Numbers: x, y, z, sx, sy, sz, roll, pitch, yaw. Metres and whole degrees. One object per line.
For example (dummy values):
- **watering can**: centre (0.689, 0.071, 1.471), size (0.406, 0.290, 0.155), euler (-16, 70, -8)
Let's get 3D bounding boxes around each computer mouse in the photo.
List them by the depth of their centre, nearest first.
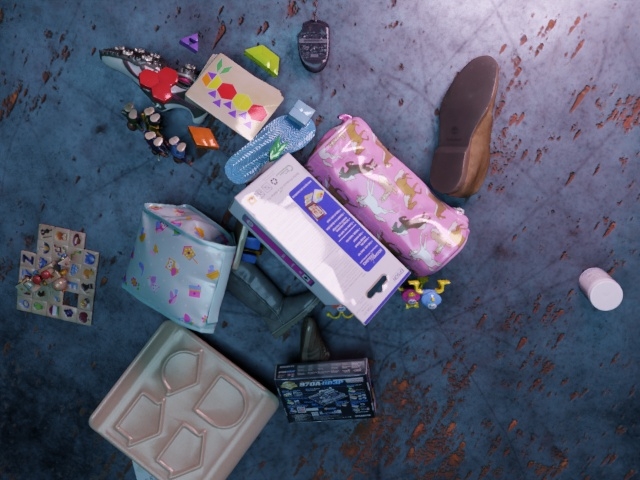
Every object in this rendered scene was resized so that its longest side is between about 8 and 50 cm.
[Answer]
- **computer mouse**: centre (-0.012, -0.484, 1.500), size (0.071, 0.041, 0.242), euler (2, 98, -3)

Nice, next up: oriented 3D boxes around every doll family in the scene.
- **doll family**: centre (-0.367, -0.233, 1.568), size (0.076, 0.111, 0.193), euler (-35, 85, -20)

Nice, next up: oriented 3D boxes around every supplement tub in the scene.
- **supplement tub**: centre (0.614, 0.106, 1.533), size (0.071, 0.107, 0.070), euler (2, 105, 6)

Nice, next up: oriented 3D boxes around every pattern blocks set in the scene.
- **pattern blocks set**: centre (-0.187, -0.307, 1.483), size (0.325, 0.026, 0.285), euler (43, 66, 0)

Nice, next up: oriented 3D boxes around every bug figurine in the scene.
- **bug figurine**: centre (0.142, 0.122, 1.541), size (0.279, 0.216, 0.072), euler (-2, 93, 6)

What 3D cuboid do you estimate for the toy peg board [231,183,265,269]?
- **toy peg board**: centre (-0.146, -0.027, 1.572), size (0.079, 0.160, 0.161), euler (13, 106, -13)

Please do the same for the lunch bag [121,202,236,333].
- **lunch bag**: centre (-0.297, 0.060, 1.564), size (0.262, 0.160, 0.223), euler (28, 108, 34)

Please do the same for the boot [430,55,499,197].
- **boot**: centre (0.324, -0.240, 1.498), size (0.112, 0.115, 0.305), euler (18, 93, 44)

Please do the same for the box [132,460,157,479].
- **box**: centre (-0.447, 0.546, 1.793), size (0.063, 0.067, 0.323), euler (-8, 104, 9)

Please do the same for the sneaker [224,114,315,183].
- **sneaker**: centre (-0.116, -0.207, 1.556), size (0.229, 0.092, 0.087), euler (-33, 96, -6)

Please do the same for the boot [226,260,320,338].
- **boot**: centre (-0.117, 0.110, 1.648), size (0.190, 0.076, 0.208), euler (-39, 90, 12)

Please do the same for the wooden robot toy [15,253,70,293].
- **wooden robot toy**: centre (-0.658, 0.102, 1.698), size (0.173, 0.076, 0.079), euler (-28, 110, 13)

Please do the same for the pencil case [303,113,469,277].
- **pencil case**: centre (0.142, -0.098, 1.514), size (0.386, 0.167, 0.160), euler (42, 149, -4)

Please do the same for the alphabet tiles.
- **alphabet tiles**: centre (-0.652, 0.082, 1.730), size (0.198, 0.009, 0.237), euler (12, 105, 4)

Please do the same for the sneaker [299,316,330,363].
- **sneaker**: centre (-0.011, 0.253, 1.657), size (0.071, 0.066, 0.188), euler (0, 128, -8)

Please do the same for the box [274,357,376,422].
- **box**: centre (0.014, 0.361, 1.663), size (0.220, 0.051, 0.175), euler (-6, 130, 9)

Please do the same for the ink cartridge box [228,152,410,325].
- **ink cartridge box**: centre (0.000, 0.000, 1.454), size (0.371, 0.176, 0.069), euler (43, 148, 3)

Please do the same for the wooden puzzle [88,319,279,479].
- **wooden puzzle**: centre (-0.325, 0.414, 1.689), size (0.348, 0.080, 0.322), euler (36, 83, 2)

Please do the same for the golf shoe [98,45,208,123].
- **golf shoe**: centre (-0.365, -0.349, 1.540), size (0.273, 0.105, 0.120), euler (19, 112, 2)
